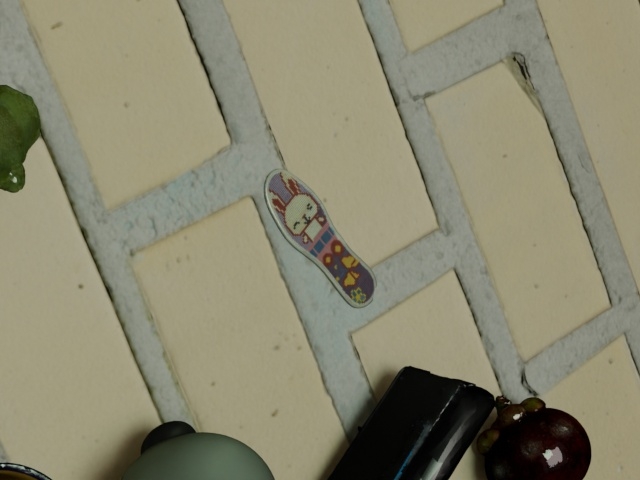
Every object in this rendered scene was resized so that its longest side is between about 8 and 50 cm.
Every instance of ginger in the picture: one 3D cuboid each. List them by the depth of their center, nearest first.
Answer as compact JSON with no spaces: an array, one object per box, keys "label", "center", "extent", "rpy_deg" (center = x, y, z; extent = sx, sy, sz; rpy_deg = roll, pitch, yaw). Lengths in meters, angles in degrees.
[{"label":"ginger","center":[-0.389,-0.098,1.682],"extent":[0.290,0.089,0.137],"rpy_deg":[0,46,-31]}]

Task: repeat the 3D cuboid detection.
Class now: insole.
[{"label":"insole","center":[0.000,0.000,2.017],"extent":[0.197,0.004,0.065],"rpy_deg":[52,60,-22]}]

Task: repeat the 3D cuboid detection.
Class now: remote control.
[{"label":"remote control","center":[0.035,0.297,1.940],"extent":[0.399,0.144,0.062],"rpy_deg":[-55,130,-23]}]

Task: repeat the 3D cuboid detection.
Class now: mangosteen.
[{"label":"mangosteen","center":[0.246,0.241,2.119],"extent":[0.140,0.140,0.140],"rpy_deg":[3,85,-36]}]

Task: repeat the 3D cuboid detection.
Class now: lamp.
[{"label":"lamp","center":[-0.095,0.300,1.802],"extent":[0.243,0.198,0.198],"rpy_deg":[26,70,-10]}]

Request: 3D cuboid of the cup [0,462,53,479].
[{"label":"cup","center":[-0.371,0.277,1.563],"extent":[0.255,0.256,0.178],"rpy_deg":[7,82,-37]}]
